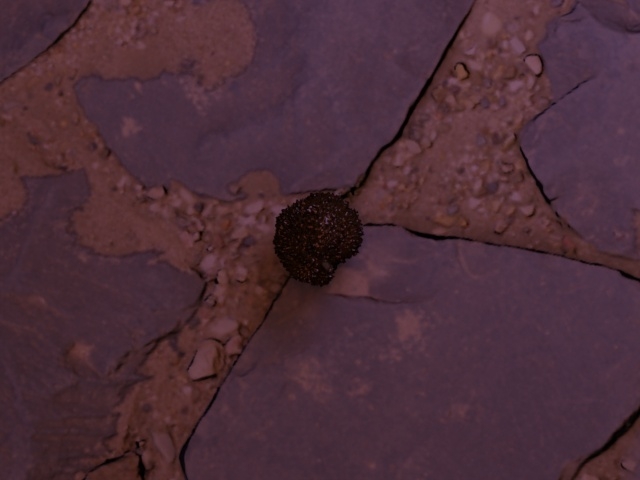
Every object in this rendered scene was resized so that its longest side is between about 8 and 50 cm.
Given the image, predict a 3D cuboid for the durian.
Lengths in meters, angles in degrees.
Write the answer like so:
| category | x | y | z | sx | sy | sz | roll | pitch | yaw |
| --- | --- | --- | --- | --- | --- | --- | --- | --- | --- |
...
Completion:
| category | x | y | z | sx | sy | sz | roll | pitch | yaw |
| --- | --- | --- | --- | --- | --- | --- | --- | --- | --- |
| durian | 0.000 | 0.000 | 1.480 | 0.080 | 0.080 | 0.091 | -28 | 37 | -1 |
